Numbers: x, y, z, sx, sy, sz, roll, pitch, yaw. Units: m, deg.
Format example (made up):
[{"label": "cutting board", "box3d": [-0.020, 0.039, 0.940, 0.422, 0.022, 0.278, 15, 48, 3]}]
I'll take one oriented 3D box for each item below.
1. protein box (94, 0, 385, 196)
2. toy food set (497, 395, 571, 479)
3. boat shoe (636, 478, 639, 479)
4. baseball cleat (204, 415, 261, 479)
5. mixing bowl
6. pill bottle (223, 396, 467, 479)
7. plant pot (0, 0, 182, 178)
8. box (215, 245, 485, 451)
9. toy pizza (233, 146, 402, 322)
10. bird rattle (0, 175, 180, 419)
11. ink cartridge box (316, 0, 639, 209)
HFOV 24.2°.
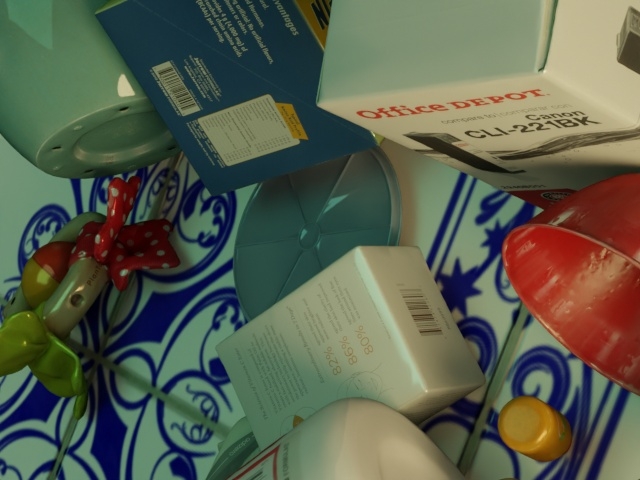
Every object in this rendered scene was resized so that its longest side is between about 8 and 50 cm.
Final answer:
[{"label": "protein box", "box3d": [-0.043, -0.172, 1.288, 0.201, 0.199, 0.136, -15, 26, 40]}, {"label": "toy food set", "box3d": [0.190, 0.225, 1.026, 0.111, 0.104, 0.232, -43, 65, 7]}, {"label": "boat shoe", "box3d": [0.249, 0.155, 0.964, 0.049, 0.152, 0.056, -125, 20, -60]}, {"label": "baseball cleat", "box3d": [-0.069, 0.234, 1.248, 0.109, 0.072, 0.206, -4, 56, 46]}, {"label": "mixing bowl", "box3d": [0.223, 0.020, 1.015, 0.181, 0.181, 0.098, 18, 61, 47]}, {"label": "pill bottle", "box3d": [-0.067, 0.313, 1.091, 0.408, 0.229, 0.229, -38, 50, 18]}, {"label": "plant pot", "box3d": [-0.220, -0.201, 1.459, 0.293, 0.293, 0.235, -29, 71, 35]}, {"label": "box", "box3d": [0.022, 0.100, 1.202, 0.170, 0.091, 0.130, -35, 70, 31]}, {"label": "toy pizza", "box3d": [0.000, 0.000, 1.329, 0.201, 0.032, 0.201, -18, 62, 38]}, {"label": "bird rattle", "box3d": [-0.260, 0.038, 1.518, 0.253, 0.143, 0.207, -63, 26, 2]}, {"label": "ink cartridge box", "box3d": [0.161, -0.112, 1.031, 0.197, 0.273, 0.114, -3, 72, 45]}]
